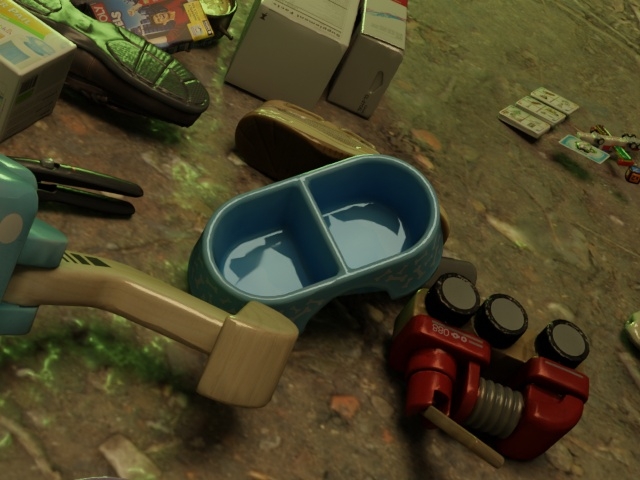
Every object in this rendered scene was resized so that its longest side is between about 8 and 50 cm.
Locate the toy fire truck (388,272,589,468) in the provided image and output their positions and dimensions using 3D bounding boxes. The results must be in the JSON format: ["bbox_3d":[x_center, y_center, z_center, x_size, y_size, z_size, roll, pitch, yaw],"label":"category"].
[{"bbox_3d":[0.185,0.175,1.317,0.217,0.158,0.246,23,47,-11],"label":"toy fire truck"}]

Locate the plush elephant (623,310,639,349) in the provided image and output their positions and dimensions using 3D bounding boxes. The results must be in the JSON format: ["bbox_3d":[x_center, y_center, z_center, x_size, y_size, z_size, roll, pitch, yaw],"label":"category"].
[{"bbox_3d":[0.540,0.115,1.564,0.255,0.330,0.272,-17,39,-20],"label":"plush elephant"}]

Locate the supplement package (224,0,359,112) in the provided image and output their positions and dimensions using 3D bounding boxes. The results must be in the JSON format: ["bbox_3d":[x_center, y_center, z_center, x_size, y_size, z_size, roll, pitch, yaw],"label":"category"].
[{"bbox_3d":[-0.034,-0.308,1.747,0.139,0.134,0.244,25,35,-8],"label":"supplement package"}]

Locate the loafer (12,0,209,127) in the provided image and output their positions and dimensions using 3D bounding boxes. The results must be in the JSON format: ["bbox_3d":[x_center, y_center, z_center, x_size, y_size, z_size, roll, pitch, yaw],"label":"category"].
[{"bbox_3d":[-0.284,-0.218,1.503,0.302,0.095,0.109,30,31,-8],"label":"loafer"}]

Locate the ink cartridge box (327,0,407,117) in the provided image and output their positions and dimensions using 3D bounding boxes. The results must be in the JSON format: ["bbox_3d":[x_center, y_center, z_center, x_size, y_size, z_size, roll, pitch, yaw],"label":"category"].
[{"bbox_3d":[0.071,-0.285,1.800,0.072,0.127,0.175,22,35,-10],"label":"ink cartridge box"}]

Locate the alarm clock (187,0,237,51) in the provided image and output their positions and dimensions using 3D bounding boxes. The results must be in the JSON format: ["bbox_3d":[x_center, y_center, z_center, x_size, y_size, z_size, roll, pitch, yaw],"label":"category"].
[{"bbox_3d":[-0.191,-0.349,1.745,0.129,0.064,0.192,12,42,-25],"label":"alarm clock"}]

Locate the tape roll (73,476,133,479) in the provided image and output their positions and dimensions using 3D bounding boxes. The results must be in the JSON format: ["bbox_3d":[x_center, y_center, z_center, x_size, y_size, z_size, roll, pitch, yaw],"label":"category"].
[{"bbox_3d":[-0.167,0.286,0.962,0.189,0.080,0.189,20,37,-16],"label":"tape roll"}]

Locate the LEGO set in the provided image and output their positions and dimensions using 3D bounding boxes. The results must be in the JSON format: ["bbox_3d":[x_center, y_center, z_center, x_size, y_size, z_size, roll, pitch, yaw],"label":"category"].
[{"bbox_3d":[0.426,-0.161,1.995,0.244,0.060,0.182,30,33,20],"label":"LEGO set"}]

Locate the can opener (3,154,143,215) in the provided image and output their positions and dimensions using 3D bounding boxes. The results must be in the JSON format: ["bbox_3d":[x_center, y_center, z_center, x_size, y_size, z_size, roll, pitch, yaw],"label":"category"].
[{"bbox_3d":[-0.281,-0.063,1.328,0.186,0.059,0.073,9,40,-28],"label":"can opener"}]

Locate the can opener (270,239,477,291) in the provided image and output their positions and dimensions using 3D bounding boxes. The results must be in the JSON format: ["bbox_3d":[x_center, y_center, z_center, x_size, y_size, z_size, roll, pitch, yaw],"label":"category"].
[{"bbox_3d":[0.058,0.004,1.451,0.283,0.095,0.076,9,1,-25],"label":"can opener"}]

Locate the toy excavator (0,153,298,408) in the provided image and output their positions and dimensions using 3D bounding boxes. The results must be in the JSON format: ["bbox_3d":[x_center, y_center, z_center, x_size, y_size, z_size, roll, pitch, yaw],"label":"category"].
[{"bbox_3d":[-0.283,0.014,1.094,0.433,0.222,0.445,27,9,28],"label":"toy excavator"}]

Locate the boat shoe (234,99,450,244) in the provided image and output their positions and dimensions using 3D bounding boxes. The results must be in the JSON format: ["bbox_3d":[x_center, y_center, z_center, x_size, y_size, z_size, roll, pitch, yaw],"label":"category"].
[{"bbox_3d":[0.039,-0.090,1.560,0.302,0.109,0.098,29,36,8],"label":"boat shoe"}]

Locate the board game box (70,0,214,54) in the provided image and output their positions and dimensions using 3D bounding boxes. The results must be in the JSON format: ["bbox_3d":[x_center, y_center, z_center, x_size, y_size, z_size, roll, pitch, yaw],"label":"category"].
[{"bbox_3d":[-0.266,-0.312,1.611,0.194,0.060,0.194,-18,72,-17],"label":"board game box"}]

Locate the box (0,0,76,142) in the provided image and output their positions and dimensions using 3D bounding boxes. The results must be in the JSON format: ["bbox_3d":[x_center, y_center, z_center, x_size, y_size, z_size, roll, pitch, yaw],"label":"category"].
[{"bbox_3d":[-0.404,-0.223,1.399,0.203,0.103,0.114,35,35,6],"label":"box"}]

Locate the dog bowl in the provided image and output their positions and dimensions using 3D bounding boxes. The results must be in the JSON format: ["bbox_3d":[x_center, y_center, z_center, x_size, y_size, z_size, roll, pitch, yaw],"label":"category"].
[{"bbox_3d":[0.000,0.000,1.330,0.297,0.074,0.166,-19,65,-16],"label":"dog bowl"}]
